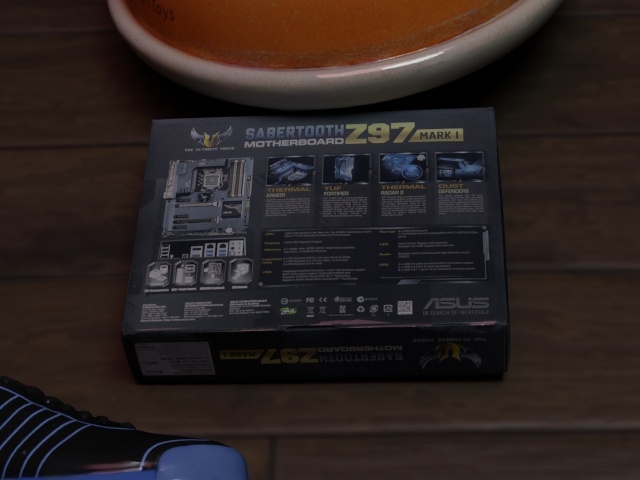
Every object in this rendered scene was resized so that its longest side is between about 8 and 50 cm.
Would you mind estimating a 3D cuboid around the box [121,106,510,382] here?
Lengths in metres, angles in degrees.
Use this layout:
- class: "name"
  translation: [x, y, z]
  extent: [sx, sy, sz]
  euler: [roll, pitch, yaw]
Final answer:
- class: "box"
  translation: [0.000, 0.000, 0.948]
  extent: [0.233, 0.059, 0.183]
  euler: [-2, 50, 4]

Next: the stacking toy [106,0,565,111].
- class: "stacking toy"
  translation: [-0.011, -0.355, 0.959]
  extent: [0.351, 0.480, 0.350]
  euler: [-6, 40, 5]

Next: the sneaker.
- class: "sneaker"
  translation: [-0.154, 0.119, 0.843]
  extent: [0.232, 0.081, 0.090]
  euler: [-4, 57, 3]
